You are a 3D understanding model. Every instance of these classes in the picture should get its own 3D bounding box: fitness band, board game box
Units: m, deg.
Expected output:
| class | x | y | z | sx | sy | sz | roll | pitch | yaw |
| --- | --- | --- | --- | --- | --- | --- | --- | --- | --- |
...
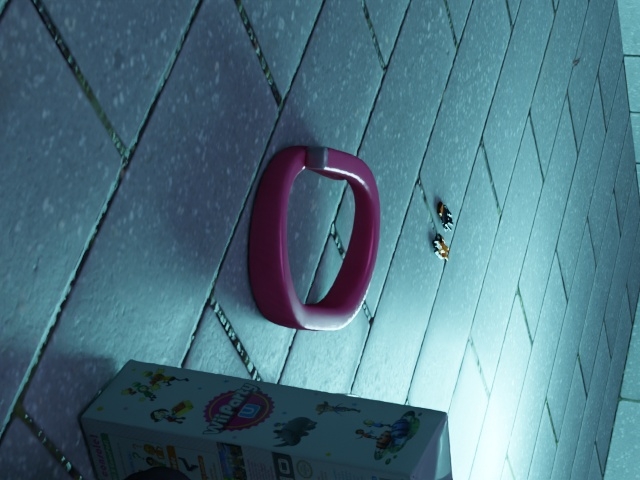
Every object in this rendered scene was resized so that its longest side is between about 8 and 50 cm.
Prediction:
| class | x | y | z | sx | sy | sz | roll | pitch | yaw |
| --- | --- | --- | --- | --- | --- | --- | --- | --- | --- |
| fitness band | 0.000 | 0.000 | 1.565 | 0.291 | 0.054 | 0.209 | 11 | 85 | -67 |
| board game box | -0.038 | 0.235 | 1.184 | 0.097 | 0.303 | 0.224 | -54 | 144 | -52 |

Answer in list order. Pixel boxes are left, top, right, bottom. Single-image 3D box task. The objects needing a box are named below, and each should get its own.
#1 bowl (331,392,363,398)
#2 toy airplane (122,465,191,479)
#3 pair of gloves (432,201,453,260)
| class | x | y | z | sx | sy | sz | roll | pitch | yaw |
| --- | --- | --- | --- | --- | --- | --- | --- | --- | --- |
| bowl | 0.009 | 0.253 | 1.650 | 0.142 | 0.053 | 0.142 | 27 | 71 | -66 |
| toy airplane | -0.106 | 0.385 | 1.003 | 0.272 | 0.384 | 0.386 | -40 | 135 | -17 |
| pair of gloves | 0.187 | -0.013 | 2.091 | 0.074 | 0.010 | 0.083 | 40 | 55 | -63 |
